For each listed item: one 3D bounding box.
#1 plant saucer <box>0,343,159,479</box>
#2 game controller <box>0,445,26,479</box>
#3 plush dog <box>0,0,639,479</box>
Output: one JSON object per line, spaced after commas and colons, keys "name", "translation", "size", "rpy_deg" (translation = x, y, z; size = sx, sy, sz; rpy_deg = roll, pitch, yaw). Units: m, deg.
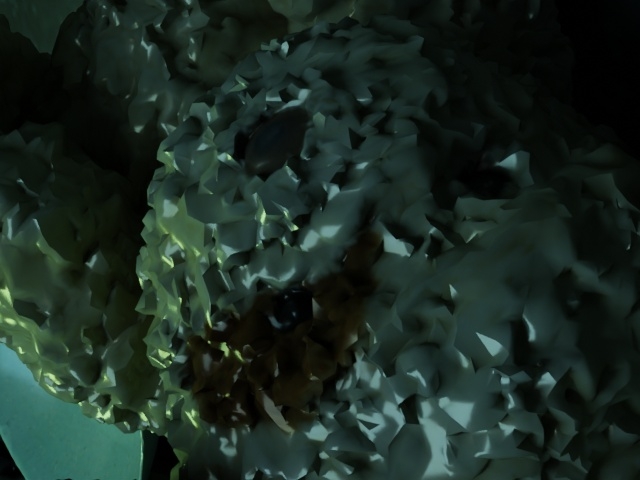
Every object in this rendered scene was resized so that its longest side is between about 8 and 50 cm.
{"name": "plant saucer", "translation": [-0.116, 0.040, 0.760], "size": [0.195, 0.037, 0.195], "rpy_deg": [33, 132, 47]}
{"name": "game controller", "translation": [-0.123, 0.202, 0.848], "size": [0.319, 0.067, 0.167], "rpy_deg": [4, 94, 56]}
{"name": "plush dog", "translation": [0.000, 0.000, 0.423], "size": [0.225, 0.262, 0.211], "rpy_deg": [51, 177, 47]}
